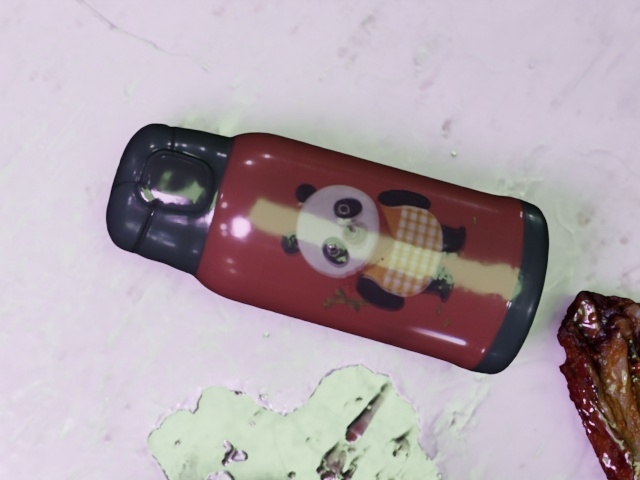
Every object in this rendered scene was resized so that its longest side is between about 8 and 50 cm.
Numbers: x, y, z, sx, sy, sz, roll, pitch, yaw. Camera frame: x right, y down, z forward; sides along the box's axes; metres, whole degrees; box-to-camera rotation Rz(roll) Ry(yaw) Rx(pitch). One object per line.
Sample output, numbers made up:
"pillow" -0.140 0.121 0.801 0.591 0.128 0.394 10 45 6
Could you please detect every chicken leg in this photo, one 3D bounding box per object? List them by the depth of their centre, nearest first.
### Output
"chicken leg" 0.311 0.173 1.291 0.177 0.083 0.322 -30 89 -26

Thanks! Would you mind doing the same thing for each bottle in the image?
"bottle" 0.000 0.000 1.214 0.336 0.144 0.144 14 84 -7
